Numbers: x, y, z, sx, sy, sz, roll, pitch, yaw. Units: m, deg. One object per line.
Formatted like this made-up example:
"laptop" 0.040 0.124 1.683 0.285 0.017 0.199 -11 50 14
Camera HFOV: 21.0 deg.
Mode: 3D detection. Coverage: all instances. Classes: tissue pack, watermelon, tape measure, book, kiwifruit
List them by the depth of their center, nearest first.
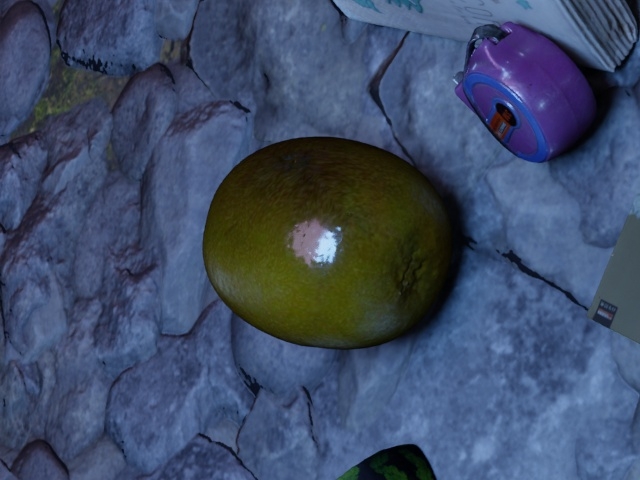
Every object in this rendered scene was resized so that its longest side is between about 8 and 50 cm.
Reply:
"book" 0.302 -0.003 1.376 0.138 0.016 0.198 30 102 44
"tape measure" 0.172 -0.127 1.455 0.074 0.118 0.125 -43 83 -14
"tissue pack" 0.111 -0.241 1.510 0.325 0.170 0.071 19 69 45
"watermelon" 0.037 0.247 1.532 0.094 0.135 0.125 125 141 -72
"kiwifruit" 0.000 0.000 1.551 0.234 0.196 0.196 17 93 50
